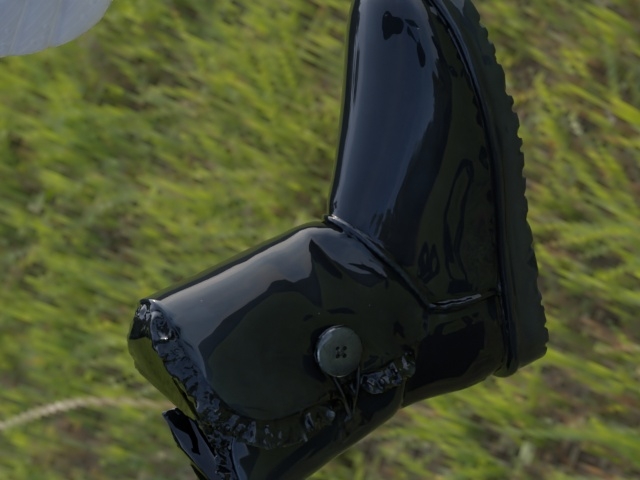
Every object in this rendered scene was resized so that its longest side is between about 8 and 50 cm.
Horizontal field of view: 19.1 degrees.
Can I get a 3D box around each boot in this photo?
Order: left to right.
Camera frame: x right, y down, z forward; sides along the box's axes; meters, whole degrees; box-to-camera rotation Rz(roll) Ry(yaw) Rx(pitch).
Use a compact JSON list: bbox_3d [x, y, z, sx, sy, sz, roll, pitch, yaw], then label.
[{"bbox_3d":[0.000,0.000,0.958,0.094,0.207,0.246,25,134,56],"label":"boot"}]

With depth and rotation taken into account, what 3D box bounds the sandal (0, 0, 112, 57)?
[{"bbox_3d":[-0.212,-0.123,0.826,0.076,0.265,0.102,-78,-12,-56],"label":"sandal"}]
